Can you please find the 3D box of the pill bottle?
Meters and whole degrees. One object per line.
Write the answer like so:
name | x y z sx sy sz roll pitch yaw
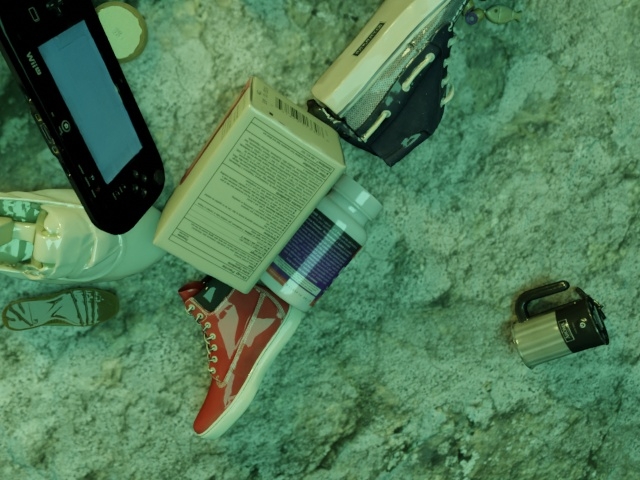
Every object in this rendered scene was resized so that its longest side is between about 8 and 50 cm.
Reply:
pill bottle | 0.000 0.000 1.000 0.108 0.108 0.193 39 92 -21

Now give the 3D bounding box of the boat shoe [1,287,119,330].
boat shoe | -0.364 0.096 0.963 0.153 0.048 0.056 -9 95 -20

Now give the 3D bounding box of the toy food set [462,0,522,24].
toy food set | 0.249 -0.362 1.019 0.122 0.019 0.077 -7 107 -14

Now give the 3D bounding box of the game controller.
game controller | -0.284 -0.165 0.831 0.067 0.166 0.319 -11 121 13

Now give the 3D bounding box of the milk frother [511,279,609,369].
milk frother | 0.411 0.144 1.167 0.135 0.129 0.143 -25 148 28

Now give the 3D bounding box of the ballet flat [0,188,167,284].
ballet flat | -0.392 -0.004 0.877 0.400 0.139 0.139 8 102 -18

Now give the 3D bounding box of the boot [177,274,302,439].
boot | -0.162 0.160 1.013 0.176 0.088 0.244 32 86 -21

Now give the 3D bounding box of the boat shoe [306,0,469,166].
boat shoe | 0.144 -0.263 0.972 0.158 0.127 0.340 40 100 -26

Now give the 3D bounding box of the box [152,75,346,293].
box | -0.095 -0.072 0.910 0.149 0.126 0.232 31 113 -20

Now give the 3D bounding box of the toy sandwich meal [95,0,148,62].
toy sandwich meal | -0.269 -0.272 0.894 0.086 0.029 0.085 -5 107 -18
